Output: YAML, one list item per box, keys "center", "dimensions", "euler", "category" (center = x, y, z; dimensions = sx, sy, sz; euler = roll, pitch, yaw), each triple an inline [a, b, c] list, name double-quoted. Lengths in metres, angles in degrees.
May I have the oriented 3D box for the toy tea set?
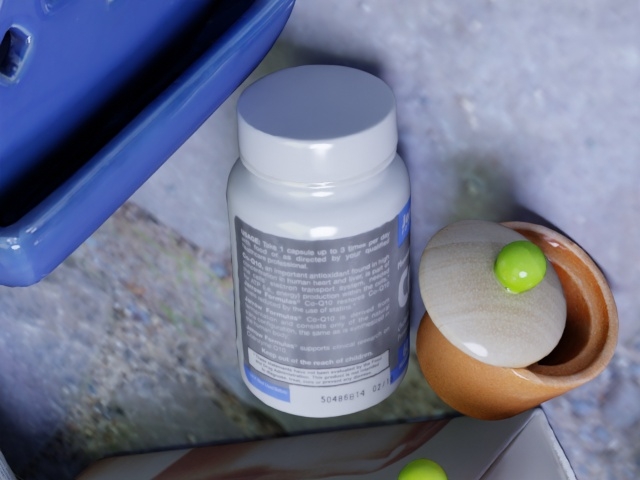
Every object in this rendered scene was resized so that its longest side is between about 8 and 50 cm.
- center: [0.143, 0.133, 0.640]
  dimensions: [0.336, 0.200, 0.124]
  euler: [47, 143, 6]
  category: "toy tea set"

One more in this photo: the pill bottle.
- center: [0.000, 0.000, 0.725]
  dimensions: [0.078, 0.078, 0.137]
  euler: [17, 128, 25]
  category: "pill bottle"

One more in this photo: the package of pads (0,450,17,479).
- center: [-0.276, 0.174, 0.985]
  dimensions: [0.297, 0.101, 0.229]
  euler: [-9, 114, 43]
  category: "package of pads"

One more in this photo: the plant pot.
- center: [-0.157, -0.119, 0.652]
  dimensions: [0.236, 0.236, 0.212]
  euler: [7, 130, 30]
  category: "plant pot"

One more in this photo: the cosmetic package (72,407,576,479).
- center: [-0.013, 0.185, 0.827]
  dimensions: [0.296, 0.129, 0.153]
  euler: [-10, 112, 39]
  category: "cosmetic package"

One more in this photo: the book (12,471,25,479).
- center: [-0.206, 0.171, 1.019]
  dimensions: [0.144, 0.035, 0.096]
  euler: [33, 134, 14]
  category: "book"
